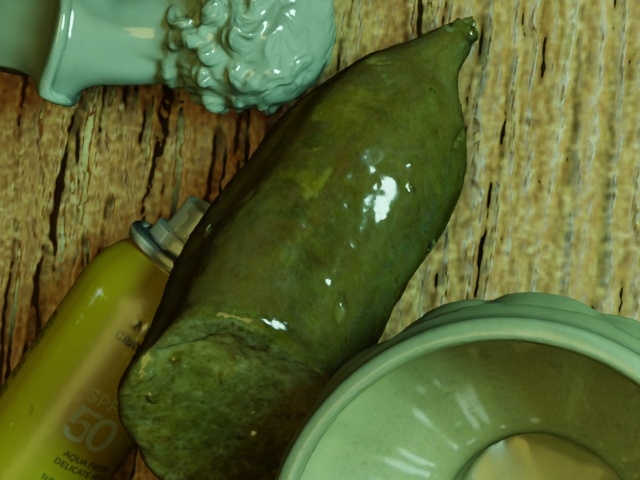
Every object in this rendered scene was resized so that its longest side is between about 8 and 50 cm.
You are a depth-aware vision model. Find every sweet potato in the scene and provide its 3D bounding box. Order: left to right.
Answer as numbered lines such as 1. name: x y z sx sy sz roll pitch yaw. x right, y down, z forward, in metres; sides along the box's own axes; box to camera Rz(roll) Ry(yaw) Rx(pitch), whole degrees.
1. sweet potato: 0.000 0.000 1.098 0.158 0.158 0.369 23 64 15

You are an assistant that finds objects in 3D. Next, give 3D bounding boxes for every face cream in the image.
1. face cream: -0.176 0.119 1.173 0.105 0.105 0.348 37 96 14

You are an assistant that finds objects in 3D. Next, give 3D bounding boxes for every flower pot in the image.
1. flower pot: 0.132 0.186 1.015 0.308 0.244 0.307 -1 88 17

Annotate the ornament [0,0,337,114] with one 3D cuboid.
1. ornament: -0.128 -0.148 1.169 0.285 0.120 0.130 -3 88 16
